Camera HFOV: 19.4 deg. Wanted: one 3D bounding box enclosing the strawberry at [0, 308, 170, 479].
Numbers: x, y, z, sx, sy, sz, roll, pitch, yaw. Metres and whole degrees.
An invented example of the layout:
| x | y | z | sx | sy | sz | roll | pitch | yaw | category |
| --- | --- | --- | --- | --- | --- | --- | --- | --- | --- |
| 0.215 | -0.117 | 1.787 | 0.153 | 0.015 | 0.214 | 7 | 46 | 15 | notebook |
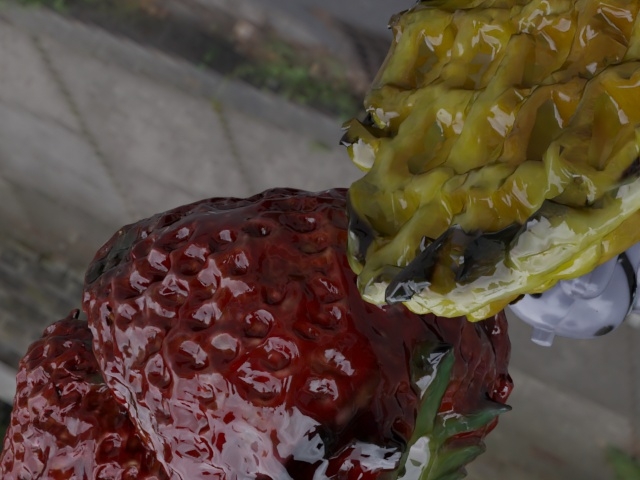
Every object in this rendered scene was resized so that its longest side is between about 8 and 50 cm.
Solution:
| x | y | z | sx | sy | sz | roll | pitch | yaw | category |
| --- | --- | --- | --- | --- | --- | --- | --- | --- | --- |
| -0.195 | 0.191 | 1.556 | 0.205 | 0.244 | 0.205 | 36 | -162 | -14 | strawberry |

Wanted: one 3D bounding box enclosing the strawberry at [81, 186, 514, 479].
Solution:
| x | y | z | sx | sy | sz | roll | pitch | yaw | category |
| --- | --- | --- | --- | --- | --- | --- | --- | --- | --- |
| -0.017 | 0.069 | 1.355 | 0.310 | 0.291 | 0.292 | 60 | 171 | 16 | strawberry |

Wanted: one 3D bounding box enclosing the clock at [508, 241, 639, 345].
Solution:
| x | y | z | sx | sy | sz | roll | pitch | yaw | category |
| --- | --- | --- | --- | --- | --- | --- | --- | --- | --- |
| 0.231 | -0.031 | 1.569 | 0.189 | 0.254 | 0.189 | 11 | 171 | 2 | clock |

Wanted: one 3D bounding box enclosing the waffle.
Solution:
| x | y | z | sx | sy | sz | roll | pitch | yaw | category |
| --- | --- | --- | --- | --- | --- | --- | --- | --- | --- |
| 0.159 | -0.126 | 1.036 | 0.382 | 0.380 | 0.095 | -34 | 120 | 28 | waffle |
